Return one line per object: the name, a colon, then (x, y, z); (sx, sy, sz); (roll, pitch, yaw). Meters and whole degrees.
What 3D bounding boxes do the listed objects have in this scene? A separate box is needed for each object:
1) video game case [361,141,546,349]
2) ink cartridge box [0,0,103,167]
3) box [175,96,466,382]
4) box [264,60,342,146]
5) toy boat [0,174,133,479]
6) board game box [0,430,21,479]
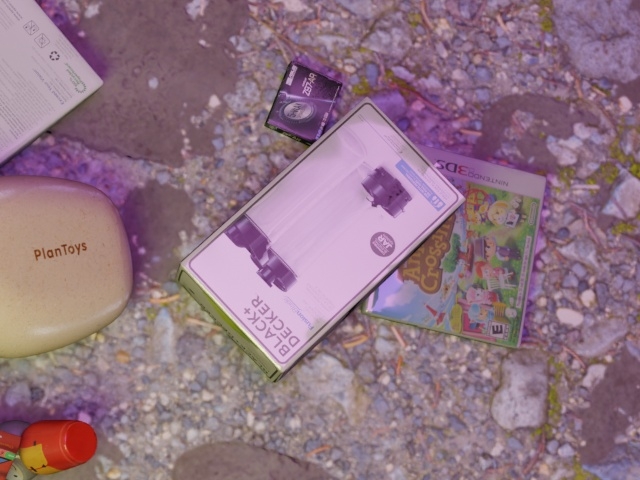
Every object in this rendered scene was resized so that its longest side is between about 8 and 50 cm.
video game case: (0.158, 0.004, 1.921); (0.193, 0.023, 0.212); (14, 77, -12)
ink cartridge box: (-0.390, -0.187, 1.787); (0.224, 0.045, 0.223); (-40, 92, -25)
box: (0.000, 0.000, 1.830); (0.290, 0.087, 0.169); (-41, 87, -14)
box: (-0.019, -0.158, 1.905); (0.067, 0.018, 0.083); (24, 75, -10)
toy boat: (-0.313, 0.092, 1.712); (0.267, 0.148, 0.318); (-3, 82, -46)
board game box: (-0.457, 0.205, 1.663); (0.281, 0.145, 0.027); (20, 43, -11)
